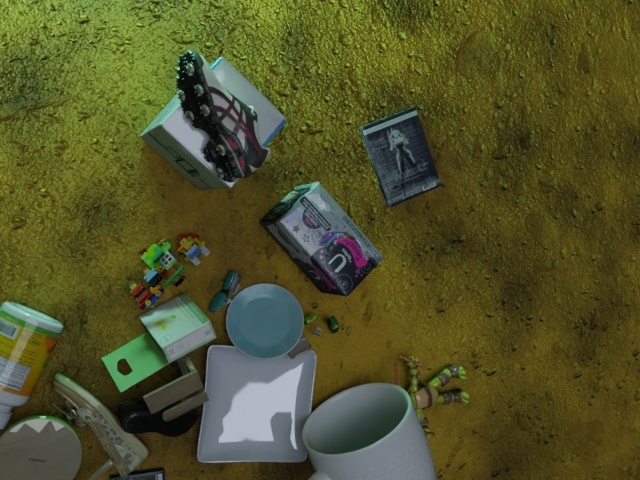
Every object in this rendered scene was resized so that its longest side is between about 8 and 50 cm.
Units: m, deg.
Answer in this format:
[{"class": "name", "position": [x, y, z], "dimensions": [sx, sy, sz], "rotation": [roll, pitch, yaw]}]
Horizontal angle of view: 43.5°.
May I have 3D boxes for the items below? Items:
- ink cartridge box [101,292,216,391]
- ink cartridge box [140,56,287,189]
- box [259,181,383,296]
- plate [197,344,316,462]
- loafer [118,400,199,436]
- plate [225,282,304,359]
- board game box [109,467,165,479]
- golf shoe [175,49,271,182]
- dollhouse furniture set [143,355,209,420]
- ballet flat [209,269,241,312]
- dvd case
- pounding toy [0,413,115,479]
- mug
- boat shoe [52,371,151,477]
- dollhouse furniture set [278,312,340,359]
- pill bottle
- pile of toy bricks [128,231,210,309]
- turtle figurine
[{"class": "ink cartridge box", "position": [-0.369, 0.221, 1.787], "dimensions": [0.235, 0.171, 0.056], "rotation": [-27, 120, -18]}, {"class": "ink cartridge box", "position": [-0.243, -0.247, 1.772], "dimensions": [0.197, 0.270, 0.198], "rotation": [42, 77, -18]}, {"class": "box", "position": [0.000, 0.000, 1.927], "dimensions": [0.142, 0.163, 0.247], "rotation": [-46, 105, -15]}, {"class": "plate", "position": [-0.155, 0.394, 1.941], "dimensions": [0.278, 0.045, 0.277], "rotation": [6, 88, -21]}, {"class": "loafer", "position": [-0.366, 0.389, 1.820], "dimensions": [0.220, 0.078, 0.080], "rotation": [22, 107, -51]}, {"class": "plate", "position": [-0.133, 0.196, 1.930], "dimensions": [0.188, 0.024, 0.188], "rotation": [2, 70, -6]}, {"class": "board game box", "position": [-0.420, 0.627, 1.855], "dimensions": [0.126, 0.026, 0.186], "rotation": [-2, 92, -20]}, {"class": "golf shoe", "position": [-0.197, -0.255, 1.604], "dimensions": [0.120, 0.105, 0.273], "rotation": [-34, 111, -33]}, {"class": "dollhouse furniture set", "position": [-0.339, 0.316, 1.787], "dimensions": [0.123, 0.151, 0.144], "rotation": [-26, 133, -16]}, {"class": "ballet flat", "position": [-0.222, 0.127, 1.915], "dimensions": [0.041, 0.041, 0.114], "rotation": [32, 81, -19]}, {"class": "dvd case", "position": [0.209, -0.216, 2.080], "dimensions": [0.164, 0.018, 0.221], "rotation": [-23, 100, -18]}, {"class": "pounding toy", "position": [-0.596, 0.467, 1.748], "dimensions": [0.237, 0.110, 0.183], "rotation": [44, 84, -23]}, {"class": "mug", "position": [0.103, 0.579, 1.912], "dimensions": [0.374, 0.276, 0.328], "rotation": [-33, 112, -30]}, {"class": "boat shoe", "position": [-0.498, 0.408, 1.779], "dimensions": [0.089, 0.104, 0.285], "rotation": [-46, 106, -17]}, {"class": "dollhouse furniture set", "position": [-0.029, 0.232, 1.976], "dimensions": [0.151, 0.058, 0.076], "rotation": [-27, 77, -14]}, {"class": "pill bottle", "position": [-0.659, 0.265, 1.697], "dimensions": [0.136, 0.136, 0.246], "rotation": [27, 82, -19]}, {"class": "pile of toy bricks", "position": [-0.367, 0.051, 1.832], "dimensions": [0.212, 0.118, 0.105], "rotation": [-45, 73, -5]}, {"class": "turtle figurine", "position": [0.280, 0.414, 2.085], "dimensions": [0.217, 0.087, 0.270], "rotation": [-12, 87, -28]}]
